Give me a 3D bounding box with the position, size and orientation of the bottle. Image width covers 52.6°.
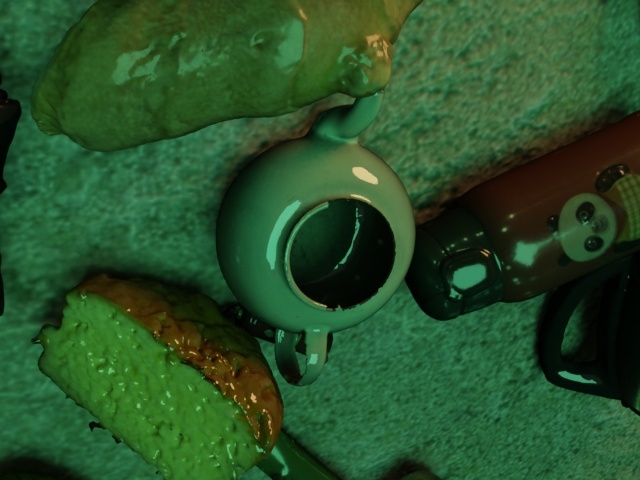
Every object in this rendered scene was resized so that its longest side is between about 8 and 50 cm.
[{"bbox_3d":[0.247,-0.019,0.700,0.336,0.144,0.143,-24,120,-6],"label":"bottle"}]

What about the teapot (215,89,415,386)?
[{"bbox_3d":[0.000,0.000,0.612,0.193,0.129,0.294,6,103,-21],"label":"teapot"}]

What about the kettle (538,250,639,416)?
[{"bbox_3d":[0.438,0.124,0.806,0.251,0.207,0.271,-13,126,-22],"label":"kettle"}]

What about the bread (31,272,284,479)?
[{"bbox_3d":[-0.141,0.126,0.617,0.229,0.139,0.143,40,107,3],"label":"bread"}]

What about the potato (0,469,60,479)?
[{"bbox_3d":[-0.285,0.327,0.693,0.118,0.090,0.225,-22,124,8],"label":"potato"}]

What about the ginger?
[{"bbox_3d":[-0.061,-0.167,0.514,0.354,0.126,0.189,-23,78,-1],"label":"ginger"}]

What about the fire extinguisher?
[{"bbox_3d":[-0.048,0.093,0.699,0.132,0.039,0.056,26,112,-28],"label":"fire extinguisher"}]

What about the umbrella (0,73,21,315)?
[{"bbox_3d":[-0.292,-0.048,0.499,0.110,0.122,0.272,18,117,-3],"label":"umbrella"}]

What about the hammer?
[{"bbox_3d":[0.028,0.331,0.809,0.206,0.119,0.335,-44,114,2],"label":"hammer"}]
